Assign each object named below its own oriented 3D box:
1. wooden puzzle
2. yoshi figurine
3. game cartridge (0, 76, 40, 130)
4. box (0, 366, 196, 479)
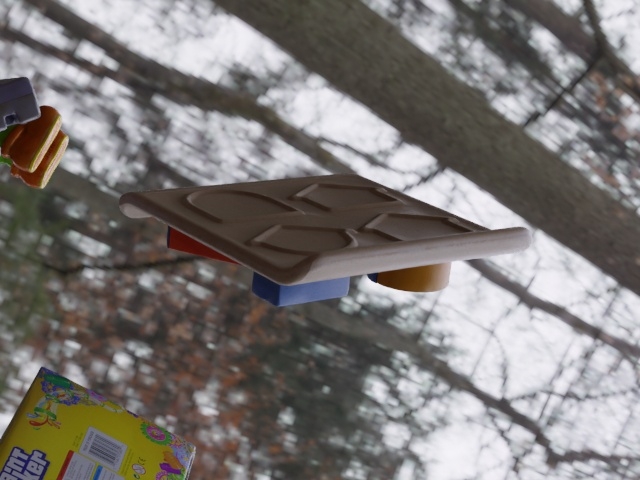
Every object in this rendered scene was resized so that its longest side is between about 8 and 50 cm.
[{"bbox_3d":[0.000,0.000,1.606,0.348,0.322,0.081,19,-70,49],"label":"wooden puzzle"},{"bbox_3d":[-0.551,-0.228,2.226,0.362,0.203,0.204,23,-64,2],"label":"yoshi figurine"},{"bbox_3d":[-0.491,-0.097,1.558,0.230,0.355,0.068,17,-53,62],"label":"game cartridge"},{"bbox_3d":[-0.272,0.324,1.358,0.279,0.177,0.290,-58,-172,21],"label":"box"}]
